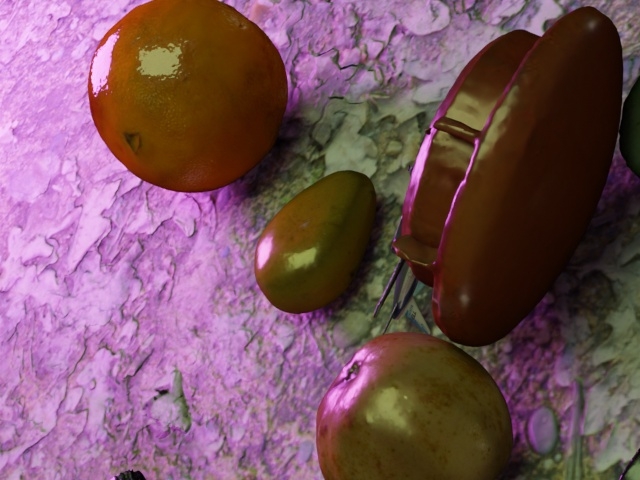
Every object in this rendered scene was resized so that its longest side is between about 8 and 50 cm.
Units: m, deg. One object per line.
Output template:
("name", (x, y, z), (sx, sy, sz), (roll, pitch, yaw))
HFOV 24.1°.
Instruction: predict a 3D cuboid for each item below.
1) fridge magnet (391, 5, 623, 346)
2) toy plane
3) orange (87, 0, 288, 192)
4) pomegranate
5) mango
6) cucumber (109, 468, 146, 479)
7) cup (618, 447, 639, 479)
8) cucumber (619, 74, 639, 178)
("fridge magnet", (0.201, -0.066, 1.511), (0.155, 0.363, 0.364), (24, 75, 21))
("toy plane", (0.108, 0.001, 1.646), (0.058, 0.226, 0.226), (15, 29, 17))
("orange", (-0.174, -0.189, 1.937), (0.261, 0.261, 0.261), (-19, 51, 24))
("pomegranate", (0.094, 0.196, 1.515), (0.207, 0.207, 0.207), (-19, 51, 24))
("mango", (0.000, 0.000, 1.792), (0.137, 0.098, 0.195), (24, 68, 46))
("cucumber", (-0.192, 0.364, 1.691), (0.077, 0.077, 0.265), (-41, 47, 5))
("cup", (0.363, 0.292, 1.318), (0.166, 0.239, 0.177), (-22, 37, -39))
("cucumber", (0.413, -0.126, 1.563), (0.191, 0.130, 0.191), (-22, 48, 28))
